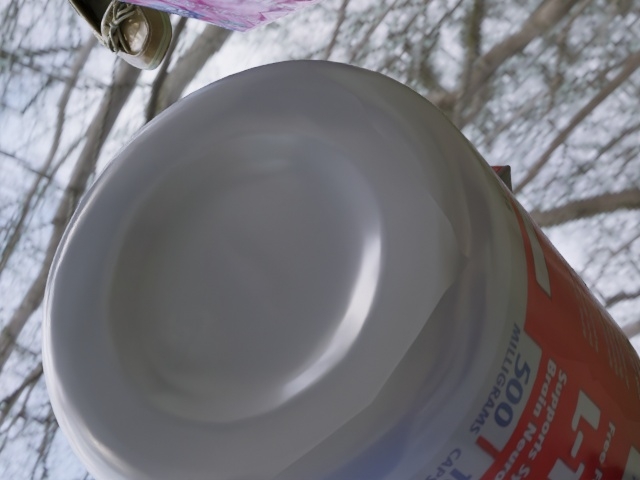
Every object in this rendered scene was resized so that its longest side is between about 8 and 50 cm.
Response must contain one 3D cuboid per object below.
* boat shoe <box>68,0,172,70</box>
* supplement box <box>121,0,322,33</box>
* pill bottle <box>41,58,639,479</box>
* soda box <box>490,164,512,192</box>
[{"bbox_3d":[-0.167,-0.183,1.258,0.048,0.056,0.153,11,-151,-40],"label":"boat shoe"},{"bbox_3d":[-0.052,-0.194,0.896,0.111,0.220,0.114,12,-95,-19],"label":"supplement box"},{"bbox_3d":[0.052,0.091,0.856,0.408,0.229,0.229,41,-137,-55],"label":"pill bottle"},{"bbox_3d":[0.000,0.000,1.095,0.083,0.263,0.092,-38,-55,-57],"label":"soda box"}]
